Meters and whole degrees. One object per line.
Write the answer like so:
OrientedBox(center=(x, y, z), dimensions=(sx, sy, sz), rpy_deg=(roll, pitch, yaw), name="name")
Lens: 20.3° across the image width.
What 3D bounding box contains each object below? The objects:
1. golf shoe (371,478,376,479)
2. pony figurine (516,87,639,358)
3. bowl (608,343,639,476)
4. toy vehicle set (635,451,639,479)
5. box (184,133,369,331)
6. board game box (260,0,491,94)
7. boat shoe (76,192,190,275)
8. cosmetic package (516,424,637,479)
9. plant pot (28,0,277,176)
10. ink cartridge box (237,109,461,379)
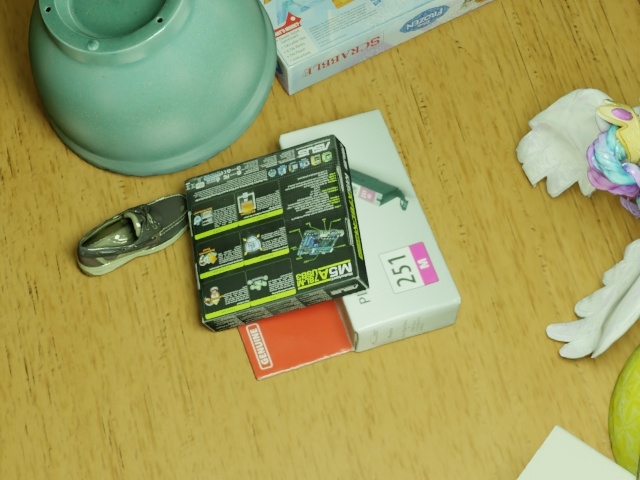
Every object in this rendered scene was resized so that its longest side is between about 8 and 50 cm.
OrientedBox(center=(0.003, 0.318, 1.850), dimensions=(0.186, 0.067, 0.086), rpy_deg=(-22, 65, -13), name="golf shoe")
OrientedBox(center=(0.391, -0.065, 1.954), dimensions=(0.363, 0.351, 0.303), rpy_deg=(-2, 61, -25), name="pony figurine")
OrientedBox(center=(0.459, 0.171, 1.894), dimensions=(0.289, 0.156, 0.289), rpy_deg=(0, 60, -1), name="bowl")
OrientedBox(center=(0.385, 0.268, 1.725), dimensions=(0.166, 0.035, 0.267), rpy_deg=(12, 60, 5), name="toy vehicle set")
OrientedBox(center=(-0.051, -0.008, 2.005), dimensions=(0.191, 0.045, 0.184), rpy_deg=(-17, 66, 14), name="box")
OrientedBox(center=(0.020, -0.374, 2.245), dimensions=(0.319, 0.066, 0.318), rpy_deg=(-25, 64, -14), name="board game box")
OrientedBox(center=(-0.209, -0.012, 2.043), dimensions=(0.152, 0.049, 0.056), rpy_deg=(-33, 66, -19), name="boat shoe")
OrientedBox(center=(0.328, 0.337, 1.795), dimensions=(0.309, 0.160, 0.113), rpy_deg=(32, 64, 17), name="cosmetic package")
OrientedBox(center=(-0.213, -0.245, 2.058), dimensions=(0.293, 0.196, 0.293), rpy_deg=(-4, 67, 10), name="plant pot")
OrientedBox(center=(0.000, 0.000, 2.037), dimensions=(0.239, 0.060, 0.275), rpy_deg=(-16, 62, -11), name="ink cartridge box")
